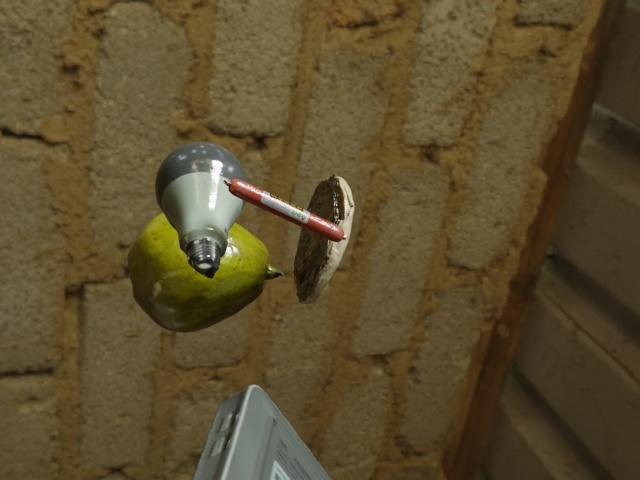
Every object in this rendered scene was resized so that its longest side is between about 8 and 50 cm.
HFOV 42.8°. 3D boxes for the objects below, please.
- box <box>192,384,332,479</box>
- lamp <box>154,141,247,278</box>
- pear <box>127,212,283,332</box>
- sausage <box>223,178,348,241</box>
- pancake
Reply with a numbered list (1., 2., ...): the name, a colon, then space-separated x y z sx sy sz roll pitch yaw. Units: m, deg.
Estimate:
1. box: -0.076 0.514 1.509 0.396 0.111 0.396 56 18 -19
2. lamp: -0.221 -0.045 1.564 0.182 0.181 0.314 120 -35 -52
3. pear: -0.271 0.065 1.897 0.287 0.375 0.287 3 90 -88
4. sausage: -0.060 -0.052 1.458 0.034 0.253 0.034 -51 -156 35
5. pancake: -0.001 -0.001 1.717 0.282 0.049 0.283 -164 -90 -71
